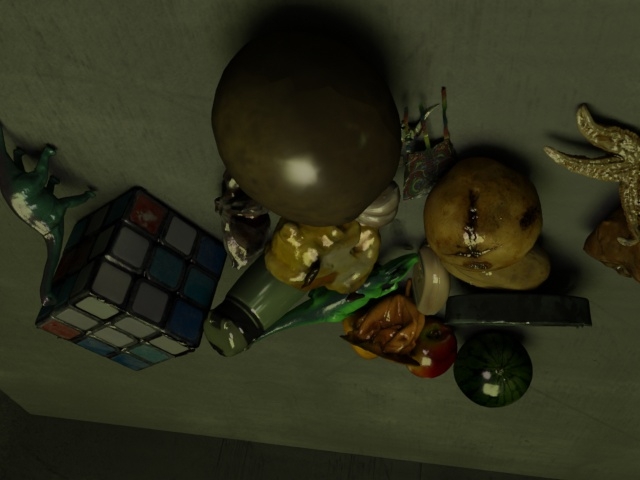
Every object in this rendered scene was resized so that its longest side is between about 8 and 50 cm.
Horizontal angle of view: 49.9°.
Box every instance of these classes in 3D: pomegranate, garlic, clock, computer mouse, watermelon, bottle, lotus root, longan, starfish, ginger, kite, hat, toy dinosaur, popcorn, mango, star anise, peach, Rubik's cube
[{"bbox_3d":[0.357,-0.050,1.523,0.260,0.261,0.260,7,146,5],"label":"pomegranate"},{"bbox_3d":[0.134,-0.112,1.543,0.127,0.194,0.131,40,147,1],"label":"garlic"},{"bbox_3d":[0.524,0.191,1.844,0.386,0.077,0.386,2,172,0],"label":"clock"},{"bbox_3d":[0.300,0.103,1.849,0.081,0.145,0.237,-6,145,-3],"label":"computer mouse"},{"bbox_3d":[0.538,0.403,2.146,0.242,0.242,0.242,7,146,5],"label":"watermelon"},{"bbox_3d":[-0.170,0.162,1.866,0.168,0.347,0.168,34,152,21],"label":"bottle"},{"bbox_3d":[0.414,0.036,1.716,0.342,0.152,0.169,19,161,-12],"label":"lotus root"},{"bbox_3d":[-0.021,-0.209,1.309,0.336,0.404,0.404,-44,127,8],"label":"longan"},{"bbox_3d":[0.650,-0.149,1.391,0.374,0.094,0.327,-2,114,20],"label":"starfish"},{"bbox_3d":[0.740,-0.006,1.534,0.200,0.269,0.223,22,105,-29],"label":"ginger"},{"bbox_3d":[0.234,-0.204,1.487,0.152,0.015,0.285,-24,141,-7],"label":"kite"},{"bbox_3d":[0.212,0.217,2.005,0.244,0.233,0.233,21,-179,16],"label":"hat"},{"bbox_3d":[-0.738,-0.063,1.710,0.129,0.331,0.383,-8,141,33],"label":"toy dinosaur"},{"bbox_3d":[0.000,0.000,1.693,0.297,0.281,0.316,-23,154,-8],"label":"popcorn"},{"bbox_3d":[0.136,0.286,2.165,0.112,0.145,0.219,-22,135,16],"label":"mango"},{"bbox_3d":[-0.169,-0.083,1.642,0.139,0.316,0.359,-10,-166,-20],"label":"star anise"},{"bbox_3d":[0.337,0.342,2.158,0.197,0.197,0.197,7,146,5],"label":"peach"},{"bbox_3d":[0.189,-0.235,1.480,0.058,0.037,0.180,0,160,-28],"label":"toy dinosaur"},{"bbox_3d":[0.011,0.194,1.875,0.144,0.499,0.374,60,159,0],"label":"toy dinosaur"},{"bbox_3d":[-0.518,0.121,1.922,0.362,0.359,0.363,32,143,-31],"label":"Rubik's cube"}]
